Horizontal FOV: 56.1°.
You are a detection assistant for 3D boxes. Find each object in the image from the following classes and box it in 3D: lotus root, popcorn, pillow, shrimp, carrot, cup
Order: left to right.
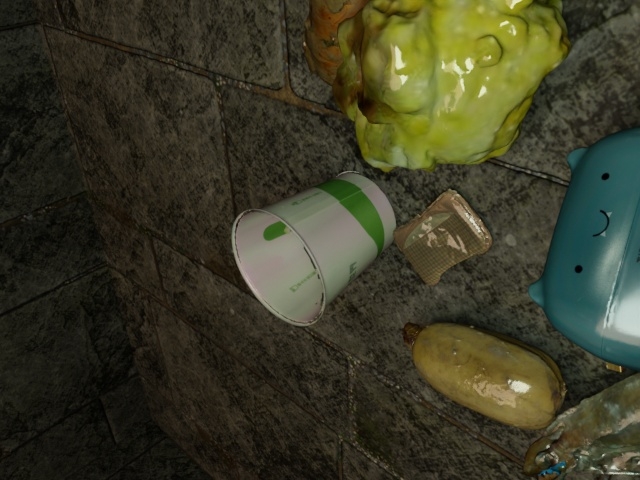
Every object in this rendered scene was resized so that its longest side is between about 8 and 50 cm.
[{"bbox_3d":[0.000,0.000,1.198,0.253,0.274,0.253,30,137,33],"label":"cup"},{"bbox_3d":[0.043,-0.362,0.951,0.138,0.139,0.302,50,165,12],"label":"carrot"},{"bbox_3d":[0.225,-0.004,1.132,0.135,0.034,0.211,55,142,8],"label":"pillow"},{"bbox_3d":[0.176,-0.249,0.821,0.312,0.312,0.312,29,135,34],"label":"popcorn"},{"bbox_3d":[0.285,0.236,1.116,0.343,0.169,0.151,16,90,40],"label":"lotus root"},{"bbox_3d":[0.505,0.297,0.913,0.221,0.110,0.446,49,128,-5],"label":"shrimp"}]

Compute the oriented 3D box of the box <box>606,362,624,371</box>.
[{"bbox_3d":[0.450,0.118,0.867,0.023,0.133,0.090,12,123,49],"label":"box"}]

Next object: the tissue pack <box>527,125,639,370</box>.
[{"bbox_3d":[0.390,0.011,0.731,0.206,0.198,0.287,16,87,37],"label":"tissue pack"}]
